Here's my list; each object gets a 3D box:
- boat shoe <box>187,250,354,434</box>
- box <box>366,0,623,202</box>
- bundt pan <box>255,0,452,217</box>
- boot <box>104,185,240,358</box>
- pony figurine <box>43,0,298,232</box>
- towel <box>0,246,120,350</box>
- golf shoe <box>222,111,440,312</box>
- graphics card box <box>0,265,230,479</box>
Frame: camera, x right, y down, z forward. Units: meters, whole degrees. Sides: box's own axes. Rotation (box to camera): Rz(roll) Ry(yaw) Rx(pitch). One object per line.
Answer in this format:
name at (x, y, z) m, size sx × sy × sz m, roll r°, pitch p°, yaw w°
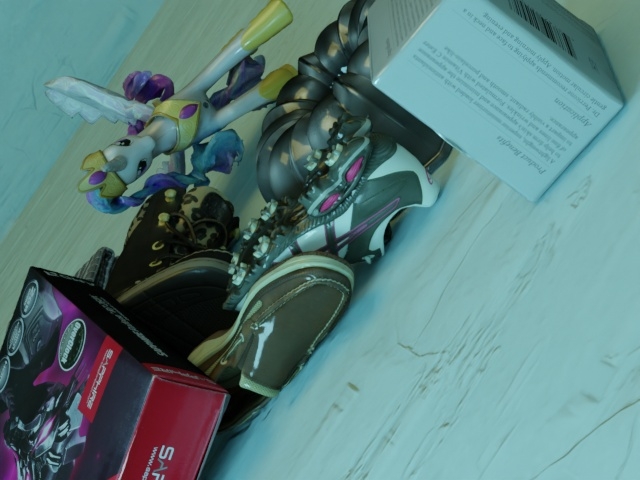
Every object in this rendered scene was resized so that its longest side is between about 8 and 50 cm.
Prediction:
boat shoe at (-0.047, 0.111, 1.616) m, size 0.257 × 0.095 × 0.095 m, roll -48°, pitch 32°, yaw 43°
box at (0.144, -0.157, 1.413) m, size 0.119 × 0.181 × 0.182 m, roll -48°, pitch 19°, yaw 22°
bundt pan at (0.045, -0.151, 1.772) m, size 0.331 × 0.124 × 0.331 m, roll -49°, pitch 17°, yaw 21°
boot at (-0.172, 0.045, 1.988) m, size 0.377 × 0.138 × 0.284 m, roll -46°, pitch 19°, yaw 46°
pony figurine at (-0.203, -0.157, 2.239) m, size 0.363 × 0.302 × 0.351 m, roll -38°, pitch 6°, yaw -16°
towel at (-0.359, 0.158, 2.291) m, size 0.235 × 0.121 × 0.283 m, roll -45°, pitch 20°, yaw 29°
golf shoe at (0.000, 0.000, 1.630) m, size 0.273 × 0.120 × 0.105 m, roll -46°, pitch 23°, yaw 38°
graphics card box at (-0.243, 0.190, 1.722) m, size 0.371 × 0.094 × 0.232 m, roll 32°, pitch 104°, yaw 58°
